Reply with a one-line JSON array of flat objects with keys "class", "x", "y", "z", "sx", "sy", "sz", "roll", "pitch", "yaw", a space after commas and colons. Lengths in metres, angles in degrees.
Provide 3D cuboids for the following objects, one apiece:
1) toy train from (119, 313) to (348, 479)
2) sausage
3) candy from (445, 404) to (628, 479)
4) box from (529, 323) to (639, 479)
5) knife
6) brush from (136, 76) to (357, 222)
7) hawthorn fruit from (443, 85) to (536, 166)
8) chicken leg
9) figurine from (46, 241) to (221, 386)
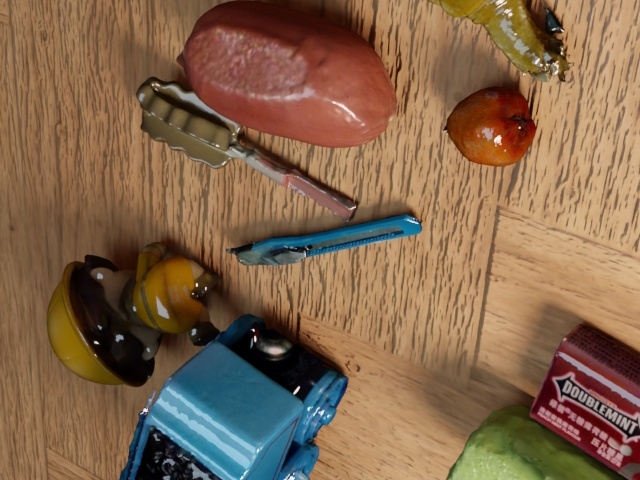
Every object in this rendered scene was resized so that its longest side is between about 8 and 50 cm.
[{"class": "toy train", "x": -0.112, "y": 0.252, "z": 1.506, "sx": 0.188, "sy": 0.265, "sz": 0.300, "roll": 34, "pitch": 132, "yaw": 16}, {"class": "sausage", "x": -0.042, "y": -0.182, "z": 1.300, "sx": 0.254, "sy": 0.148, "sz": 0.148, "roll": 17, "pitch": 123, "yaw": 30}, {"class": "candy", "x": 0.290, "y": 0.315, "z": 1.274, "sx": 0.343, "sy": 0.142, "sz": 0.132, "roll": 39, "pitch": 110, "yaw": 28}, {"class": "box", "x": 0.335, "y": 0.191, "z": 1.247, "sx": 0.224, "sy": 0.069, "sz": 0.120, "roll": 34, "pitch": 131, "yaw": 22}, {"class": "knife", "x": -0.001, "y": 0.002, "z": 1.438, "sx": 0.297, "sy": 0.026, "sz": 0.044, "roll": -12, "pitch": 132, "yaw": 43}, {"class": "brush", "x": -0.087, "y": -0.104, "z": 1.441, "sx": 0.301, "sy": 0.071, "sz": 0.084, "roll": 28, "pitch": 145, "yaw": 14}, {"class": "hawthorn fruit", "x": 0.165, "y": -0.111, "z": 1.212, "sx": 0.093, "sy": 0.081, "sz": 0.081, "roll": -8, "pitch": 108, "yaw": 42}, {"class": "chicken leg", "x": 0.156, "y": -0.241, "z": 1.151, "sx": 0.103, "sy": 0.088, "sz": 0.227, "roll": -26, "pitch": 102, "yaw": 34}, {"class": "figurine", "x": -0.259, "y": 0.097, "z": 1.612, "sx": 0.257, "sy": 0.167, "sz": 0.192, "roll": -28, "pitch": 81, "yaw": 42}]
